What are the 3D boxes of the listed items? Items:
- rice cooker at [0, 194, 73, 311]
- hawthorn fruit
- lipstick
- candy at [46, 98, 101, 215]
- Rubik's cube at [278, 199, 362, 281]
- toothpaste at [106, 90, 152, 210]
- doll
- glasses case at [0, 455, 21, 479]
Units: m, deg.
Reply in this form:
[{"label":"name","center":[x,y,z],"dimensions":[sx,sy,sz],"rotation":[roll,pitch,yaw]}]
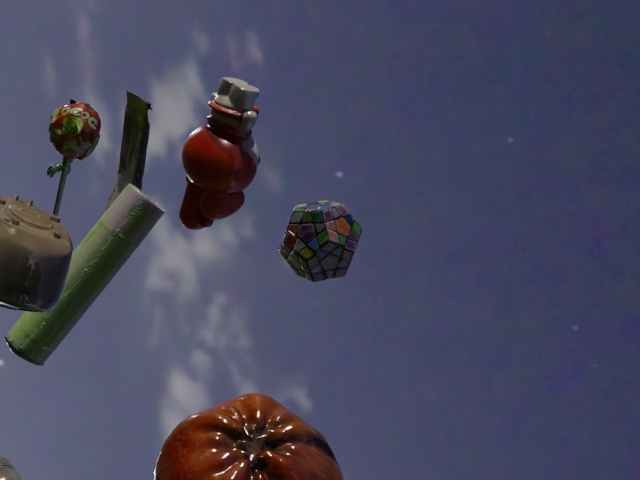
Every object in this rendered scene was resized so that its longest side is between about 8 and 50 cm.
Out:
[{"label":"rice cooker","center":[-0.391,0.019,1.615],"dimensions":[0.127,0.145,0.206],"rotation":[-64,-155,12]},{"label":"hawthorn fruit","center":[-0.110,0.383,1.831],"dimensions":[0.277,0.277,0.298],"rotation":[51,-42,45]},{"label":"lipstick","center":[-0.352,0.052,1.885],"dimensions":[0.304,0.076,0.076],"rotation":[-51,-142,1]},{"label":"candy","center":[-0.409,-0.121,2.033],"dimensions":[0.288,0.078,0.084],"rotation":[120,-25,-55]},{"label":"Rubik's cube","center":[0.000,0.000,1.618],"dimensions":[0.111,0.093,0.111],"rotation":[44,-19,20]},{"label":"toothpaste","center":[-0.332,-0.113,2.205],"dimensions":[0.099,0.068,0.282],"rotation":[17,-72,31]},{"label":"doll","center":[-0.182,-0.145,2.278],"dimensions":[0.161,0.130,0.290],"rotation":[33,-67,44]},{"label":"glasses case","center":[-0.438,0.294,1.194],"dimensions":[0.074,0.323,0.131],"rotation":[39,-49,53]}]
